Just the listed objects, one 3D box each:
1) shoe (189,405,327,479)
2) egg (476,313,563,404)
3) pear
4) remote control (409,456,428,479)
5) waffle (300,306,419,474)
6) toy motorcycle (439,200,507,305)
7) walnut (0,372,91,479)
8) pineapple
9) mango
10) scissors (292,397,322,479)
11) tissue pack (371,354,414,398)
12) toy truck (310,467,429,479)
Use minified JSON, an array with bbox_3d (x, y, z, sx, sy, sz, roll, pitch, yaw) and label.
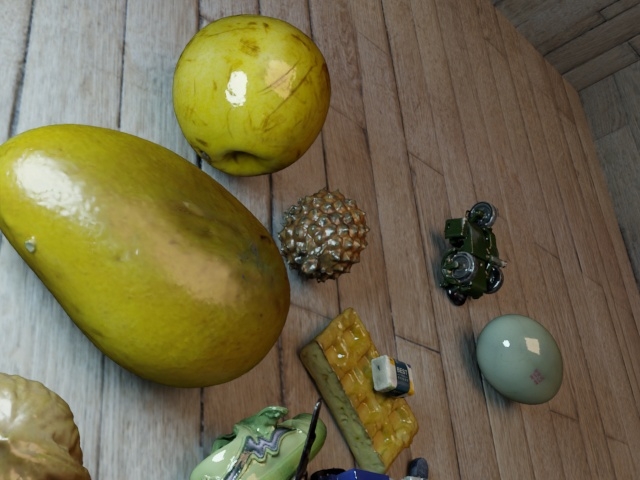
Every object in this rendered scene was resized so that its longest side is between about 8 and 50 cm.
[{"bbox_3d":[-0.080,0.306,1.129,0.128,0.140,0.262,56,31,-3],"label":"shoe"},{"bbox_3d":[0.468,0.281,1.867,0.264,0.182,0.183,48,35,-33],"label":"egg"},{"bbox_3d":[-0.116,-0.243,1.360,0.280,0.280,0.281,33,43,-38],"label":"pear"},{"bbox_3d":[0.176,0.472,1.474,0.043,0.027,0.153,48,37,-32],"label":"remote control"},{"bbox_3d":[0.073,0.269,1.443,0.274,0.057,0.168,61,32,-4],"label":"waffle"},{"bbox_3d":[0.359,0.024,1.961,0.205,0.127,0.275,21,59,-45],"label":"toy motorcycle"},{"bbox_3d":[-0.324,0.229,0.783,0.213,0.213,0.213,33,43,-38],"label":"walnut"},{"bbox_3d":[0.000,0.000,1.444,0.166,0.166,0.193,51,34,-18],"label":"pineapple"},{"bbox_3d":[-0.237,0.017,1.059,0.445,0.220,0.301,32,49,-25],"label":"mango"},{"bbox_3d":[-0.034,0.346,1.077,0.024,0.318,0.160,24,25,23],"label":"scissors"},{"bbox_3d":[0.131,0.246,1.446,0.083,0.042,0.062,27,49,-44],"label":"tissue pack"},{"bbox_3d":[0.091,0.422,1.243,0.213,0.177,0.161,25,41,-43],"label":"toy truck"}]
